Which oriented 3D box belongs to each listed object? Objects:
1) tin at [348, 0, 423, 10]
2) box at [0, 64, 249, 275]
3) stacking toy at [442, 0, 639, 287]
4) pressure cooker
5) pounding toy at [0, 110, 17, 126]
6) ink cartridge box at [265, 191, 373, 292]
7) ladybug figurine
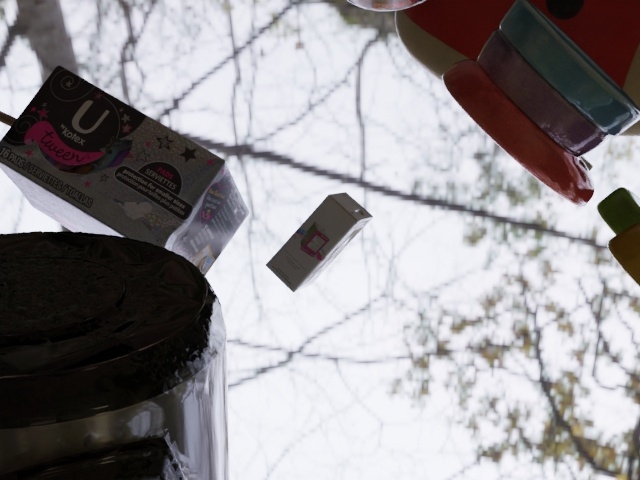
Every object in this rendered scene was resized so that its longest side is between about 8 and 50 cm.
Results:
[{"bbox_3d":[0.043,-0.261,1.073,0.106,0.040,0.189,-12,-107,6],"label":"tin"},{"bbox_3d":[-0.230,-0.069,1.677,0.247,0.163,0.142,29,-105,17],"label":"box"},{"bbox_3d":[0.259,-0.068,1.137,0.309,0.279,0.130,47,-76,12],"label":"stacking toy"},{"bbox_3d":[-0.256,0.235,1.322,0.370,0.420,0.375,9,-158,20],"label":"pressure cooker"},{"bbox_3d":[-0.430,-0.166,1.618,0.181,0.094,0.206,-3,-148,-22],"label":"pounding toy"},{"bbox_3d":[0.000,0.000,1.757,0.052,0.088,0.122,45,-77,7],"label":"ink cartridge box"},{"bbox_3d":[0.285,-0.270,1.658,0.449,0.161,0.305,19,-133,24],"label":"ladybug figurine"}]
